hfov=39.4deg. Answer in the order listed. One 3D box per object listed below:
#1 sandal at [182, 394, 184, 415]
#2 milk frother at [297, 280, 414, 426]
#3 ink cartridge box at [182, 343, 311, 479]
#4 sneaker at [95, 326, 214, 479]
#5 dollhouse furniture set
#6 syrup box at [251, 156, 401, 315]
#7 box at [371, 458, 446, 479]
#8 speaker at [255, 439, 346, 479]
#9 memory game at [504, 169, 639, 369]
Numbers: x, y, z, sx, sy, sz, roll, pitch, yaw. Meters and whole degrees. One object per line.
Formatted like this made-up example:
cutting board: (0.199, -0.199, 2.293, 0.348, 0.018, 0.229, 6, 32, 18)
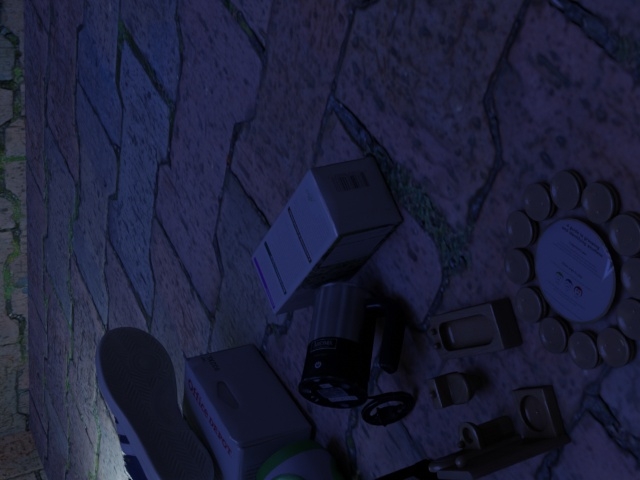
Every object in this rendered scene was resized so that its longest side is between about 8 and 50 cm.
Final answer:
sandal: (-0.183, 0.375, 1.647, 0.079, 0.088, 0.240, 5, 114, 32)
milk frother: (0.051, 0.144, 1.105, 0.143, 0.129, 0.134, 69, -154, -52)
ink cartridge box: (-0.132, 0.362, 1.468, 0.223, 0.129, 0.307, 47, 139, 46)
sneaker: (-0.289, 0.305, 1.463, 0.350, 0.131, 0.148, 60, 143, 36)
dollhouse furniture set: (0.140, 0.150, 0.909, 0.144, 0.123, 0.151, -25, 79, 61)
syrup box: (0.000, 0.000, 1.130, 0.096, 0.093, 0.237, 67, 150, 18)
box: (0.103, 0.385, 1.036, 0.108, 0.153, 0.207, 15, 113, 59)
speaker: (0.023, 0.423, 1.224, 0.296, 0.131, 0.131, 54, 144, 36)
memory game: (0.232, 0.027, 0.812, 0.186, 0.012, 0.186, 31, 127, 54)
